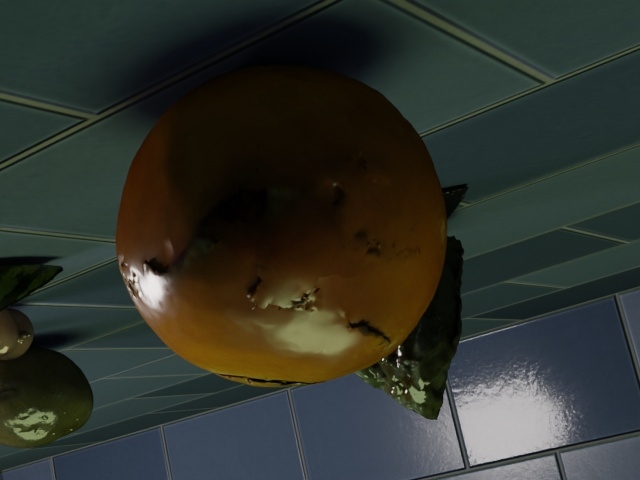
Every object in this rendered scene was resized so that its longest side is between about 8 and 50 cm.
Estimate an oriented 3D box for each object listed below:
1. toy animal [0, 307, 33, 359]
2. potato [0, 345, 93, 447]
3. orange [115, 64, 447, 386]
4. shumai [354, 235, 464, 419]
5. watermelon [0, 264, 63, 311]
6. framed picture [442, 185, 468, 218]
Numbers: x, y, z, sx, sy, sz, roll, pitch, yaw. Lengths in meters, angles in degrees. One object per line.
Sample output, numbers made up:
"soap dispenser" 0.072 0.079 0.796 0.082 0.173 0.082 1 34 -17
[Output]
"toy animal" -0.407 0.112 1.351 0.083 0.089 0.150 -34 165 -5
"potato" -0.463 0.234 1.645 0.235 0.160 0.178 6 138 -15
"orange" -0.030 -0.007 0.802 0.246 0.246 0.246 -12 167 -3
"shumai" 0.073 0.097 1.378 0.218 0.256 0.189 14 128 -3
"watermelon" -0.410 0.068 1.202 0.245 0.063 0.119 -21 -176 15
"framed picture" 0.000 0.000 1.381 0.338 0.014 0.255 -11 166 -8
